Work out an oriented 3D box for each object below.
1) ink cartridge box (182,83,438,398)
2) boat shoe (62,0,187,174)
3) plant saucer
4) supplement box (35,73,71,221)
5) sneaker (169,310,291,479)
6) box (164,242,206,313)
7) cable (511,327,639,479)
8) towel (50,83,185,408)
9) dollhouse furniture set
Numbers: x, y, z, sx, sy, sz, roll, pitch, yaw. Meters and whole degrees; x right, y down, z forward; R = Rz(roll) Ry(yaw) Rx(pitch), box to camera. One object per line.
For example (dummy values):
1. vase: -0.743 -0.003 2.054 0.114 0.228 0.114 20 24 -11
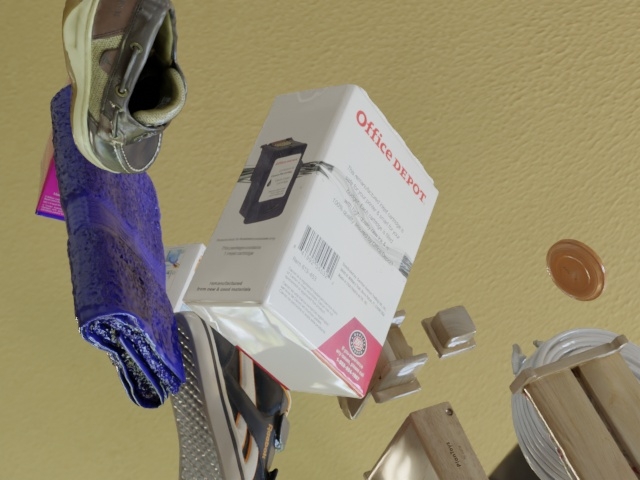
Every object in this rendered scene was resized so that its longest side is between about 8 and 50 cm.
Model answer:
1. ink cartridge box: 0.000 0.000 0.973 0.100 0.237 0.172 -1 -35 39
2. boat shoe: -0.093 -0.073 0.521 0.049 0.056 0.152 27 -23 10
3. plant saucer: 0.310 0.038 1.273 0.083 0.013 0.083 31 -43 34
4. supplement box: -0.276 -0.133 1.313 0.114 0.111 0.220 14 -52 -21
5. sneaker: -0.094 0.236 1.202 0.126 0.127 0.321 -24 -110 50
6. box: -0.225 0.120 1.627 0.103 0.203 0.114 -6 -40 35
7. cable: 0.374 0.233 1.361 0.257 0.257 0.089 18 -46 -3
8. towel: -0.216 0.005 1.142 0.076 0.228 0.308 -16 -121 -1
9. dollhouse furniture set: 0.235 0.203 1.125 0.303 0.355 0.174 64 -28 26
